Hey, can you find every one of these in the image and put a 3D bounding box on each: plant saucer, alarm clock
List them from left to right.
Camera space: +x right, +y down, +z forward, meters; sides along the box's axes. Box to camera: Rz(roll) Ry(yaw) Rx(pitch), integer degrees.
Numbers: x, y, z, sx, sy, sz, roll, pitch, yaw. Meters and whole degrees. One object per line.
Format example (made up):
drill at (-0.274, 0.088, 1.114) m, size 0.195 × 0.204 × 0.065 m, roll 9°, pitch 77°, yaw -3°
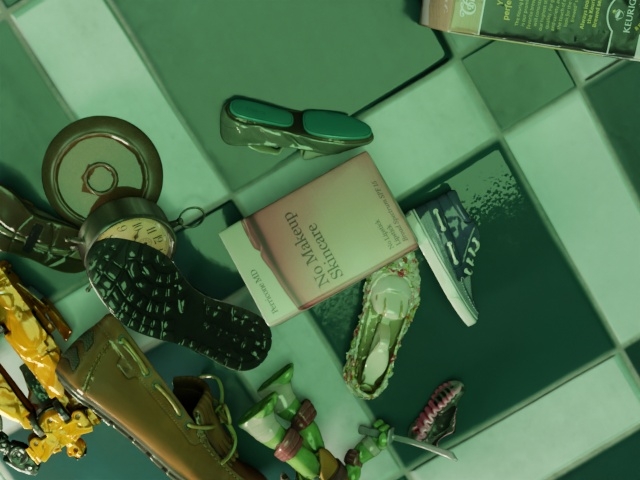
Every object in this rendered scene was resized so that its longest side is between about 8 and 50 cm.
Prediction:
plant saucer at (-0.303, -0.088, 1.673) m, size 0.168 × 0.029 × 0.169 m, roll -1°, pitch 102°, yaw -4°
alarm clock at (-0.249, -0.006, 1.661) m, size 0.192 × 0.064 × 0.129 m, roll -20°, pitch 135°, yaw -10°

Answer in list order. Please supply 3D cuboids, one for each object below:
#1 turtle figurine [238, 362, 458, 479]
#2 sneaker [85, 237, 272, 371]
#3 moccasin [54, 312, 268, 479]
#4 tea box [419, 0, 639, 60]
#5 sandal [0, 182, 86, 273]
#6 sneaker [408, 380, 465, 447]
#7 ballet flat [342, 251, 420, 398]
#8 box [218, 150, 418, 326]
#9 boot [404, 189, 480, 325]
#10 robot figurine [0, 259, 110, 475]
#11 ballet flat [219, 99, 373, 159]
turtle figurine at (0.033, 0.295, 1.706) m, size 0.266 × 0.274 × 0.198 m, roll 49°, pitch 60°, yaw -9°
sneaker at (-0.211, 0.093, 1.655) m, size 0.283 × 0.124 × 0.107 m, roll 35°, pitch 77°, yaw -23°
moccasin at (-0.196, 0.242, 1.683) m, size 0.147 × 0.139 × 0.380 m, roll -48°, pitch 115°, yaw -9°
tea box at (0.321, -0.412, 1.555) m, size 0.323 × 0.220 × 0.329 m, roll 8°, pitch 102°, yaw -7°
sandal at (-0.411, -0.026, 1.666) m, size 0.219 × 0.060 × 0.090 m, roll 24°, pitch 103°, yaw -25°
sneaker at (0.182, 0.260, 1.787) m, size 0.057 × 0.047 × 0.119 m, roll 31°, pitch 106°, yaw -17°
ballet flat at (0.094, 0.121, 1.728) m, size 0.091 × 0.077 × 0.241 m, roll 11°, pitch 101°, yaw -6°
box at (0.000, 0.000, 1.651) m, size 0.232 × 0.127 × 0.149 m, roll -29°, pitch 86°, yaw 2°
boot at (0.199, 0.025, 1.718) m, size 0.086 × 0.069 × 0.190 m, roll -29°, pitch 102°, yaw 5°
robot figurine at (-0.415, 0.183, 1.695) m, size 0.211 × 0.085 × 0.291 m, roll -32°, pitch 103°, yaw 3°
ballet flat at (-0.035, -0.146, 1.672) m, size 0.213 × 0.072 × 0.068 m, roll 9°, pitch 129°, yaw -6°
